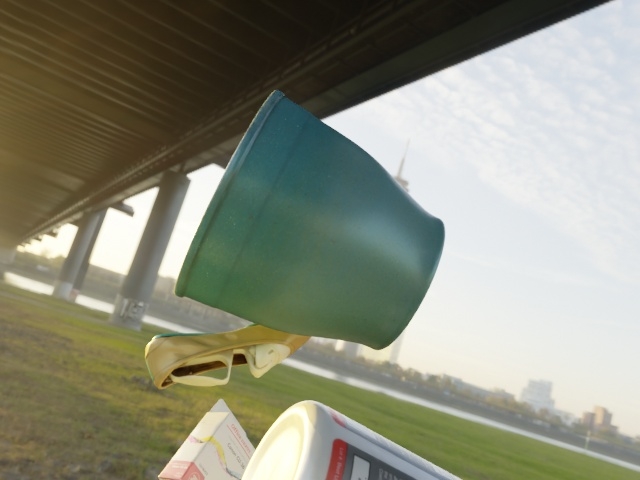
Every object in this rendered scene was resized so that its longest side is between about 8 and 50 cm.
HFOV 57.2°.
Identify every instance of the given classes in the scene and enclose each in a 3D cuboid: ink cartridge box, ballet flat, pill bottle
[{"bbox_3d":[-0.196,0.407,1.111,0.067,0.198,0.115,-12,-64,36],"label":"ink cartridge box"},{"bbox_3d":[-0.112,0.156,0.786,0.232,0.073,0.080,-6,-37,-15],"label":"ballet flat"},{"bbox_3d":[0.086,0.369,0.725,0.362,0.210,0.210,32,-15,-13],"label":"pill bottle"}]

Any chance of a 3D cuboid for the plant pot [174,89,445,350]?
[{"bbox_3d":[0.000,0.000,0.716,0.255,0.272,0.271,27,-12,-4],"label":"plant pot"}]
